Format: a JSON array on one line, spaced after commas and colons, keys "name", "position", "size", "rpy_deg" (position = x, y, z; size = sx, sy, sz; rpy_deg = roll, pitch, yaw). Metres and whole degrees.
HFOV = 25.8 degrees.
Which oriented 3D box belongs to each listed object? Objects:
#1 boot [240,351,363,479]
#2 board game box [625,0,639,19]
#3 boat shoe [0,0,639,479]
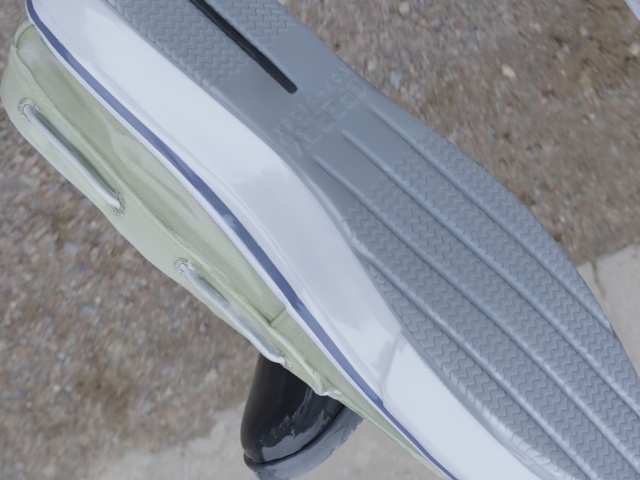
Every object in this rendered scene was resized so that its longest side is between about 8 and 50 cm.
[{"name": "boot", "position": [-0.094, -0.015, 1.499], "size": [0.146, 0.367, 0.445], "rpy_deg": [-21, 113, 33]}, {"name": "board game box", "position": [0.379, -0.233, 0.927], "size": [0.318, 0.319, 0.066], "rpy_deg": [-39, 113, 6]}, {"name": "boat shoe", "position": [0.000, 0.000, 0.540], "size": [0.302, 0.109, 0.094], "rpy_deg": [46, 134, 6]}]
